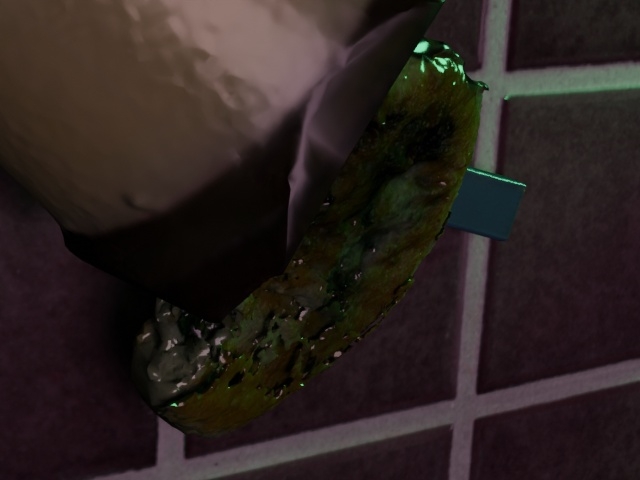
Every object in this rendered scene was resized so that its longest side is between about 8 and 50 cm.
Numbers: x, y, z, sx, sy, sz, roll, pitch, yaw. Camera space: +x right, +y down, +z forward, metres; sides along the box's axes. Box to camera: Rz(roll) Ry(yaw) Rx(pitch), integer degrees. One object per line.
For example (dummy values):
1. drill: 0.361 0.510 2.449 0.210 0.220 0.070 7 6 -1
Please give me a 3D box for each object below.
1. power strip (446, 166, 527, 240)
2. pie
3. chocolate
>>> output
1. power strip: 0.120 -0.039 1.300 0.123 0.032 0.056 14 97 -37
2. pie: 0.000 0.000 1.134 0.296 0.078 0.371 -10 136 -56
3. chocolate: -0.134 -0.164 0.924 0.297 0.314 0.326 31 85 -28
